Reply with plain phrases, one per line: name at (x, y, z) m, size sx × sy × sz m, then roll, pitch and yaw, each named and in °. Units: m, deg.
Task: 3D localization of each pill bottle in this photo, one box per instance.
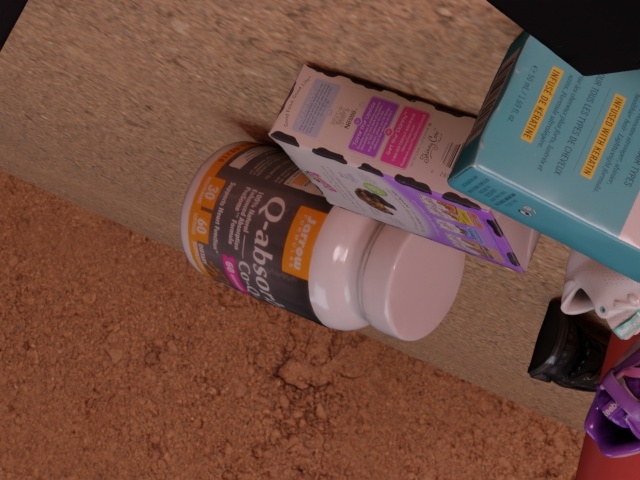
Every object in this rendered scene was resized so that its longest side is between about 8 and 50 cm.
pill bottle at (0.000, 0.000, 1.185) m, size 0.278 × 0.162 × 0.162 m, roll 19°, pitch 169°, yaw 37°

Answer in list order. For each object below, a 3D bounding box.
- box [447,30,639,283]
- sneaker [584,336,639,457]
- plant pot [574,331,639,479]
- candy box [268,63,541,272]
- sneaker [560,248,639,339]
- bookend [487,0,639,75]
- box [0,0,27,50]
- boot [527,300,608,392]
box at (0.206, -0.026, 0.663) m, size 0.244 × 0.101 × 0.060 m, roll 26°, pitch 170°, yaw -3°
sneaker at (0.291, 0.116, 0.969) m, size 0.095 × 0.104 × 0.236 m, roll 59°, pitch 154°, yaw 32°
plant pot at (0.387, 0.227, 1.160) m, size 0.274 × 0.243 × 0.275 m, roll 24°, pitch 171°, yaw 4°
candy box at (0.078, -0.057, 0.939) m, size 0.196 × 0.070 × 0.165 m, roll 21°, pitch 170°, yaw 24°
sneaker at (0.259, 0.034, 0.883) m, size 0.080 × 0.094 × 0.212 m, roll 30°, pitch 170°, yaw -15°
bookend at (0.106, -0.135, 0.407) m, size 0.157 × 0.072 × 0.156 m, roll 31°, pitch 169°, yaw -24°
box at (-0.428, -0.244, 0.819) m, size 0.395 × 0.212 × 0.293 m, roll 26°, pitch 170°, yaw -8°
boot at (0.371, 0.158, 1.368) m, size 0.228 × 0.091 × 0.263 m, roll 18°, pitch 173°, yaw 14°
